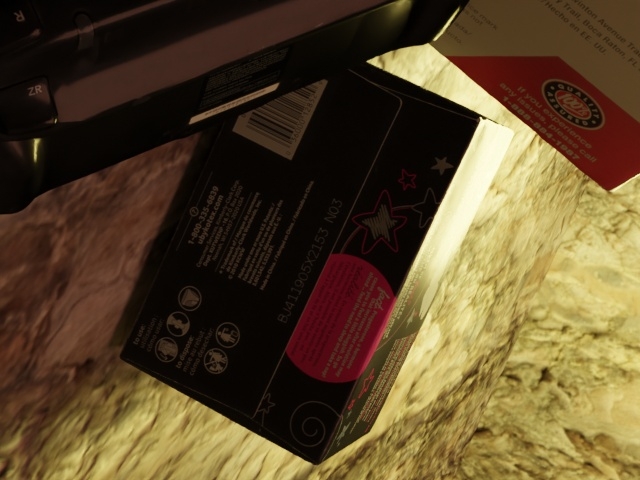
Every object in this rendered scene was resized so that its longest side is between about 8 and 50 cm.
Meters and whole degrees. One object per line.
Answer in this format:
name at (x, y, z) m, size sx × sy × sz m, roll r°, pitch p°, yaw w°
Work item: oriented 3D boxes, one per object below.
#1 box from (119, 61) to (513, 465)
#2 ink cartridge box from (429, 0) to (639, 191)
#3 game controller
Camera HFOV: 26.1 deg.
box at (0.000, 0.000, 0.945) m, size 0.247 × 0.163 × 0.142 m, roll -65°, pitch 165°, yaw 7°
ink cartridge box at (0.184, -0.222, 0.735) m, size 0.160 × 0.279 × 0.384 m, roll -53°, pitch -174°, yaw -25°
game controller at (-0.039, -0.107, 0.673) m, size 0.319 × 0.067 × 0.166 m, roll -24°, pitch 172°, yaw -25°
